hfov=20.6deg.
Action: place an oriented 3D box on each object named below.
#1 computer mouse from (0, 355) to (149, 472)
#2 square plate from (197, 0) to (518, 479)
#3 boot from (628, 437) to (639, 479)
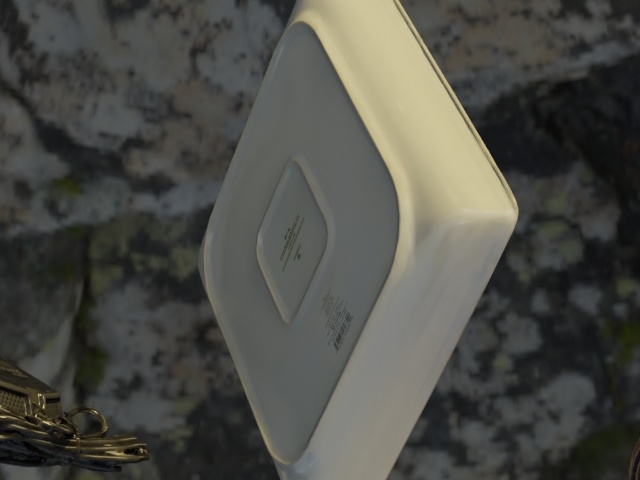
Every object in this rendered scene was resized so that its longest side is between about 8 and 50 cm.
[{"bbox_3d":[-0.277,0.117,1.327,0.188,0.272,0.072,24,93,-57],"label":"computer mouse"},{"bbox_3d":[0.000,0.000,1.290,0.049,0.344,0.347,4,129,-26],"label":"square plate"},{"bbox_3d":[0.325,0.227,1.422,0.090,0.207,0.248,5,136,-11],"label":"boot"}]
